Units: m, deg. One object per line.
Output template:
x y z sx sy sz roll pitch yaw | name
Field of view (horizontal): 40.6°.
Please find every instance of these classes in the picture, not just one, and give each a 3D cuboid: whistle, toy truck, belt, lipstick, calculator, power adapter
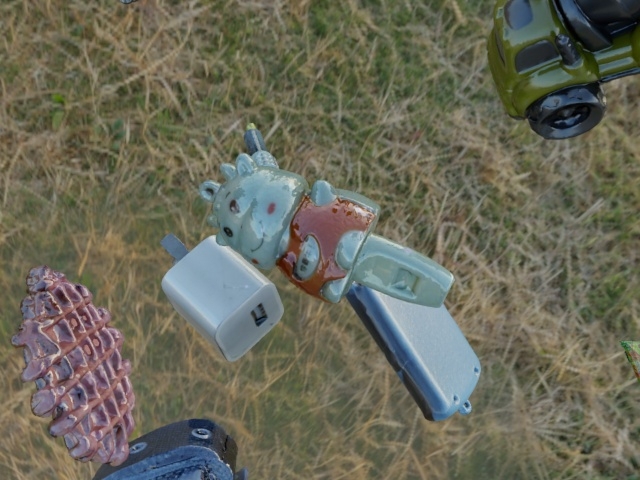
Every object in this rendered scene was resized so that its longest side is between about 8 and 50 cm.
0.000 0.000 0.803 0.253 0.101 0.105 23 62 5 | whistle
0.245 -0.199 0.755 0.224 0.165 0.147 -19 62 24 | toy truck
-0.212 0.323 1.120 0.218 0.128 0.122 -25 101 6 | belt
-0.083 -0.117 1.123 0.037 0.037 0.116 -7 42 -15 | lipstick
0.139 0.130 1.269 0.293 0.051 0.173 57 34 -1 | calculator
-0.174 0.069 1.354 0.125 0.130 0.205 -42 63 -15 | power adapter

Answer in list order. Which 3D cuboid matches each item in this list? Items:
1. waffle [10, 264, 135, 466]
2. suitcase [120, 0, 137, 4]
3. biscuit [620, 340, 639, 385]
-0.280 0.151 1.016 0.056 0.221 0.234 -20 49 10 | waffle
-0.290 -0.536 1.329 0.128 0.312 0.202 11 27 18 | suitcase
0.427 0.166 1.129 0.046 0.016 0.089 -6 50 -4 | biscuit
